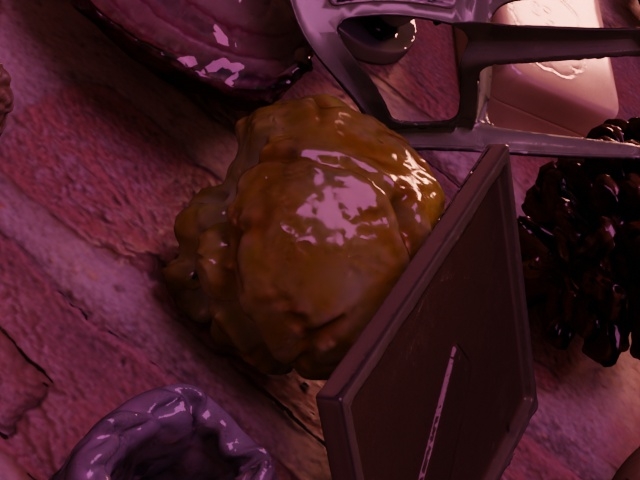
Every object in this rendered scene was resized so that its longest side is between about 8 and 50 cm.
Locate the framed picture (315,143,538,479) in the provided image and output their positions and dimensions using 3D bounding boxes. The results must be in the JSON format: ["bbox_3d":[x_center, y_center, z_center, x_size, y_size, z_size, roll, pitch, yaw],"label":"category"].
[{"bbox_3d":[0.089,0.114,1.191,0.022,0.247,0.335,5,33,25],"label":"framed picture"}]

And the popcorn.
[{"bbox_3d":[0.000,0.000,1.231,0.204,0.184,0.221,42,39,-11],"label":"popcorn"}]

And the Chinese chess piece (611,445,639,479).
[{"bbox_3d":[0.342,0.267,1.324,0.273,0.102,0.273,21,44,-22],"label":"Chinese chess piece"}]

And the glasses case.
[{"bbox_3d":[0.206,-0.242,1.678,0.144,0.076,0.336,19,46,-25],"label":"glasses case"}]

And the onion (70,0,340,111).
[{"bbox_3d":[-0.103,-0.223,1.382,0.280,0.146,0.314,28,49,5],"label":"onion"}]

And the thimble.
[{"bbox_3d":[-0.106,0.175,1.039,0.127,0.118,0.151,43,40,5],"label":"thimble"}]

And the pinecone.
[{"bbox_3d":[0.255,0.011,1.408,0.221,0.221,0.221,21,45,-23],"label":"pinecone"}]

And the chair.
[{"bbox_3d":[0.121,-0.186,1.312,0.275,0.190,0.203,-1,65,8],"label":"chair"}]

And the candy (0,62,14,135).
[{"bbox_3d":[-0.272,-0.096,1.180,0.095,0.085,0.110,39,51,9],"label":"candy"}]

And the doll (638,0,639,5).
[{"bbox_3d":[0.508,-0.289,1.857,0.340,0.209,0.318,19,42,-22],"label":"doll"}]

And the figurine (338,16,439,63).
[{"bbox_3d":[0.085,-0.288,1.500,0.176,0.236,0.133,47,41,4],"label":"figurine"}]
